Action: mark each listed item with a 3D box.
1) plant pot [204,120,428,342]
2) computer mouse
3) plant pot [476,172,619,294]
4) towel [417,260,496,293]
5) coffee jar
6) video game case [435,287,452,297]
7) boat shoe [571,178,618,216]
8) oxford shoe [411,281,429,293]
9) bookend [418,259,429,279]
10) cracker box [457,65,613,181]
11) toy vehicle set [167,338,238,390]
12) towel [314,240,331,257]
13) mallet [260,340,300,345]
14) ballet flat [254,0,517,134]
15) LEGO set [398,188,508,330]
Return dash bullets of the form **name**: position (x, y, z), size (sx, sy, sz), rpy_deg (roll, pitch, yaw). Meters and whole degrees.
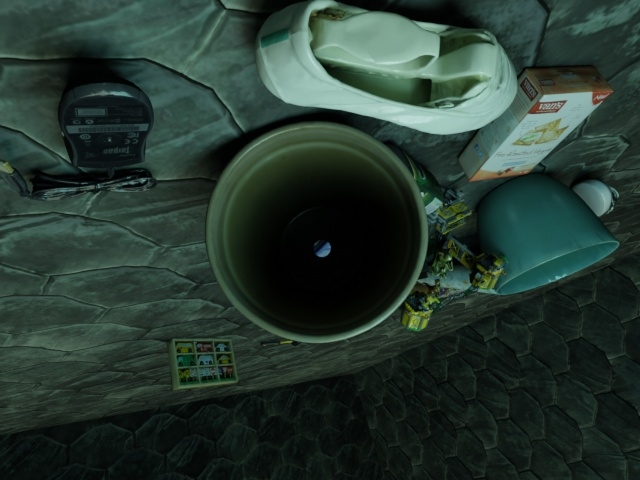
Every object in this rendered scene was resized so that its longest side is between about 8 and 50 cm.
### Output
- **plant pot**: position (0.000, 0.000, 0.722), size (0.322, 0.324, 0.280), rpy_deg (-18, 171, 1)
- **computer mouse**: position (-0.304, -0.126, 0.508), size (0.184, 0.060, 0.262), rpy_deg (-11, 167, -23)
- **plant pot**: position (0.545, -0.027, 1.060), size (0.292, 0.235, 0.293), rpy_deg (-14, 155, -6)
- **towel**: position (0.565, 0.119, 1.410), size (0.374, 0.090, 0.320), rpy_deg (-2, 178, -30)
- **coffee jar**: position (0.163, -0.113, 0.795), size (0.079, 0.096, 0.184), rpy_deg (-34, 150, 26)
- **video game case**: position (0.624, 0.180, 1.780), size (0.231, 0.042, 0.210), rpy_deg (-8, 152, -21)
- **boat shoe**: position (0.804, -0.119, 1.197), size (0.102, 0.108, 0.301), rpy_deg (-37, 152, 12)
- **oxford shoe**: position (0.425, 0.186, 1.623), size (0.212, 0.076, 0.076), rpy_deg (-15, 154, -10)
- **bookend**: position (0.232, 0.063, 1.151), size (0.156, 0.072, 0.157), rpy_deg (-12, 156, -5)
- **cracker box**: position (0.388, -0.210, 0.774), size (0.155, 0.067, 0.232), rpy_deg (-10, 154, -18)
- **toy vehicle set**: position (-0.416, 0.436, 1.475), size (0.035, 0.166, 0.266), rpy_deg (-30, 153, 27)
- **towel**: position (0.127, 0.004, 1.094), size (0.284, 0.034, 0.209), rpy_deg (1, 152, -31)
- **mallet**: position (-0.169, 0.449, 1.832), size (0.189, 0.039, 0.062), rpy_deg (5, 149, -33)
- **ballet flat**: position (0.125, -0.207, 0.499), size (0.399, 0.139, 0.139), rpy_deg (-3, 152, -24)
- **LEGO set**: position (0.260, 0.025, 0.928), size (0.331, 0.255, 0.192), rpy_deg (-17, 138, -18)
